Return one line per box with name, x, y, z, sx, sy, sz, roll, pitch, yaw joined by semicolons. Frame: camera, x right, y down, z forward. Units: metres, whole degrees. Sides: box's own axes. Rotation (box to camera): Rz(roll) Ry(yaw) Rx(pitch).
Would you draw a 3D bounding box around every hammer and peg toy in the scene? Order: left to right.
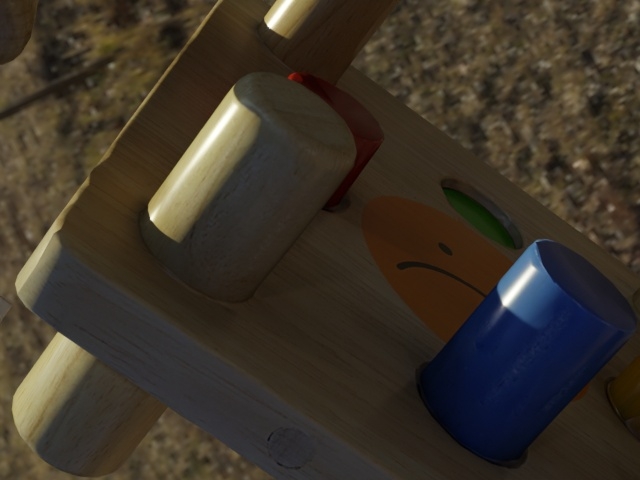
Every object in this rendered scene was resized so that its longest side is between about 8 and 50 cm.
hammer and peg toy;0.000;0.000;0.459;0.361;0.266;0.127;35;114;-9

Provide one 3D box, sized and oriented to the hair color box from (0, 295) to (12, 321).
hair color box;-0.233;0.019;0.709;0.141;0.072;0.043;41;152;-18
